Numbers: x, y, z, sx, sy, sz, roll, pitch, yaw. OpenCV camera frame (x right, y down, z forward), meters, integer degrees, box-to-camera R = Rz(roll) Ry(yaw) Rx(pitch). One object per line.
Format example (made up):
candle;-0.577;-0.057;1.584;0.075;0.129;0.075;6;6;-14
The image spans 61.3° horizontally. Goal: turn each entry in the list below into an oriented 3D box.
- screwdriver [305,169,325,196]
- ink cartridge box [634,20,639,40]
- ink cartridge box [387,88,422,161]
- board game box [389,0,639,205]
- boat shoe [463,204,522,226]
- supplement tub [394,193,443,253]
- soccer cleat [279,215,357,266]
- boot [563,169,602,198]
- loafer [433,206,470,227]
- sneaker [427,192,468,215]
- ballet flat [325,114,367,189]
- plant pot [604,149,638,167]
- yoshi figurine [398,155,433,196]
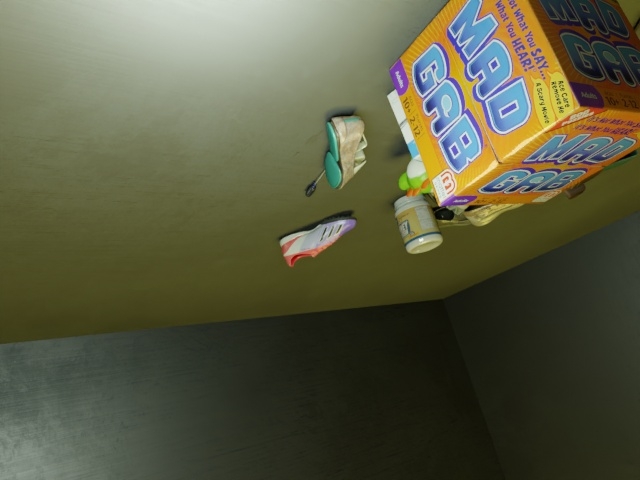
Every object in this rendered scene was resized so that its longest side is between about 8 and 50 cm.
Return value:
screwdriver;-0.009;-0.189;1.679;0.024;0.025;0.170;-4;150;-29
ink cartridge box;0.895;-0.511;1.377;0.193;0.088;0.235;-18;162;4
ink cartridge box;0.262;-0.287;1.336;0.082;0.191;0.139;-32;156;36
board game box;0.431;-0.311;1.144;0.356;0.357;0.356;-4;158;-32
boat shoe;0.716;-0.183;2.116;0.341;0.122;0.110;-38;130;20
supplement tub;0.366;-0.065;2.045;0.144;0.200;0.144;-15;161;-5
soccer cleat;0.000;0.000;2.060;0.318;0.117;0.108;-20;161;14
boot;0.812;-0.275;1.786;0.109;0.220;0.283;-30;161;8
loafer;0.569;-0.108;2.253;0.251;0.095;0.087;-16;166;0
sneaker;0.462;-0.195;1.922;0.146;0.123;0.330;-45;149;23
ballet flat;0.075;-0.235;1.478;0.106;0.108;0.316;-21;164;-8
plant pot;0.970;-0.312;1.902;0.165;0.166;0.234;-20;167;12
yoshi figurine;0.354;-0.255;1.543;0.202;0.204;0.362;-22;174;-32
